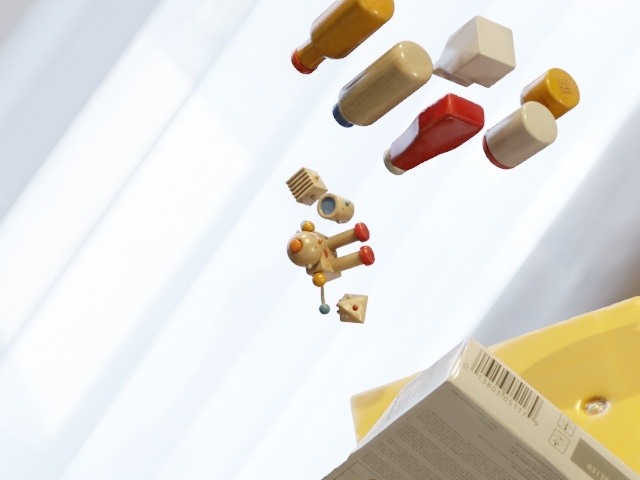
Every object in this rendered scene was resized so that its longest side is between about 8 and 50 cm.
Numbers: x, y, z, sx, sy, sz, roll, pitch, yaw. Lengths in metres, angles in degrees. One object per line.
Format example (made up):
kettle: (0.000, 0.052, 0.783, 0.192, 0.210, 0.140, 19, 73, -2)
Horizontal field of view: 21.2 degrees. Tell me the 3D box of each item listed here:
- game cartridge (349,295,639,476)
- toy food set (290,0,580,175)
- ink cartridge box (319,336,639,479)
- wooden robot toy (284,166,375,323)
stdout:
game cartridge: (0.198, 0.200, 1.658, 0.285, 0.324, 0.052, -99, 166, -56)
toy food set: (0.095, -0.115, 1.397, 0.232, 0.111, 0.104, 17, -34, -32)
ink cartridge box: (0.120, 0.200, 1.387, 0.189, 0.066, 0.232, 39, -39, -6)
wooden robot toy: (0.000, 0.000, 1.693, 0.079, 0.076, 0.173, 18, 53, -54)
